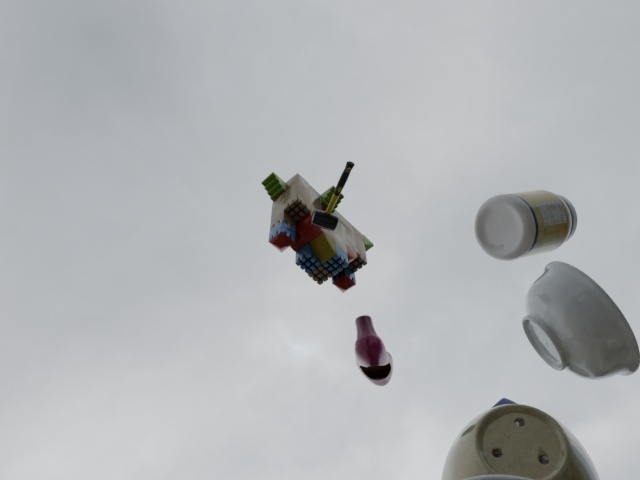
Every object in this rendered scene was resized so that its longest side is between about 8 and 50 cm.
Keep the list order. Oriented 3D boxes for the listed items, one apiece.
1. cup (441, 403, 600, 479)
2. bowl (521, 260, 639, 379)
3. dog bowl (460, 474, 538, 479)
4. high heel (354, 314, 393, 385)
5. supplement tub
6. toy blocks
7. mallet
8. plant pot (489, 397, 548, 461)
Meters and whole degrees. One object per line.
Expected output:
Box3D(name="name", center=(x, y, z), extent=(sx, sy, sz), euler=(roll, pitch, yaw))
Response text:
Box3D(name="cup", center=(0.397, 0.464, 1.038), extent=(0.331, 0.331, 0.237), euler=(-26, -50, -11))
Box3D(name="bowl", center=(0.567, 0.207, 1.206), extent=(0.134, 0.298, 0.298), euler=(-29, -62, -4))
Box3D(name="dog bowl", center=(0.247, 0.421, 0.595), extent=(0.349, 0.349, 0.102), euler=(-5, -67, -20))
Box3D(name="high heel", center=(0.175, 0.420, 1.691), extent=(0.127, 0.181, 0.377), euler=(-17, -48, 8))
Box3D(name="supplement tub", center=(0.719, -0.058, 1.817), extent=(0.316, 0.228, 0.228), euler=(-8, -66, -35))
Box3D(name="toy blocks", center=(0.000, 0.000, 1.411), extent=(0.191, 0.261, 0.381), euler=(-37, -61, 22))
Box3D(name="mallet", center=(0.025, -0.101, 1.169), extent=(0.062, 0.039, 0.189), euler=(10, -49, -7))
Box3D(name="plant pot", center=(0.566, 0.625, 1.468), extent=(0.236, 0.212, 0.236), euler=(-35, -77, -23))
